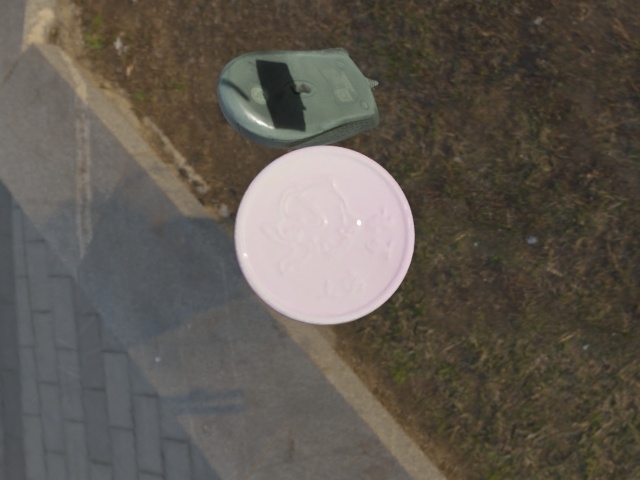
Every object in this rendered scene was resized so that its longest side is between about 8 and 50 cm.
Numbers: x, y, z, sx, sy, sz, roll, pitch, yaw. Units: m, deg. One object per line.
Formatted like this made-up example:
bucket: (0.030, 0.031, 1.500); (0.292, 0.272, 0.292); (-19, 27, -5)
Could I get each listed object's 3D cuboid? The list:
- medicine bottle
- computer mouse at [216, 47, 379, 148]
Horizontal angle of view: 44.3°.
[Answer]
medicine bottle: (0.000, 0.000, 0.991); (0.202, 0.316, 0.202); (0, 88, -3)
computer mouse: (-0.041, -0.259, 1.469); (0.122, 0.371, 0.188); (-40, 71, 51)
